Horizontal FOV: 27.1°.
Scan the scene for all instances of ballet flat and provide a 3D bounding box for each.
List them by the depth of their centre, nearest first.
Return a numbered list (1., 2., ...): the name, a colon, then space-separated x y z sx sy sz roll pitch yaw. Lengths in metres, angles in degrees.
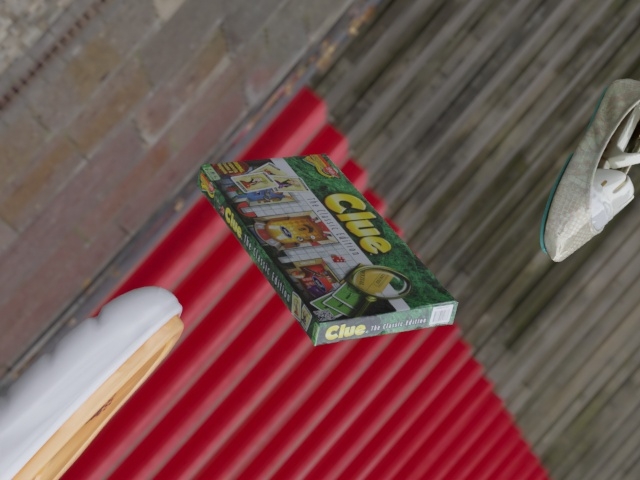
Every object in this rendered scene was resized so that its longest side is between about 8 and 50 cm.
1. ballet flat: 0.211 -0.056 0.968 0.168 0.052 0.057 -62 140 -26

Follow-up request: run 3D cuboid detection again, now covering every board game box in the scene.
1. board game box: 0.000 0.000 1.189 0.136 0.260 0.030 -5 125 -29

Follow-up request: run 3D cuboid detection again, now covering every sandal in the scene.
1. sandal: -0.105 0.119 0.339 0.265 0.076 0.102 -47 175 -27
